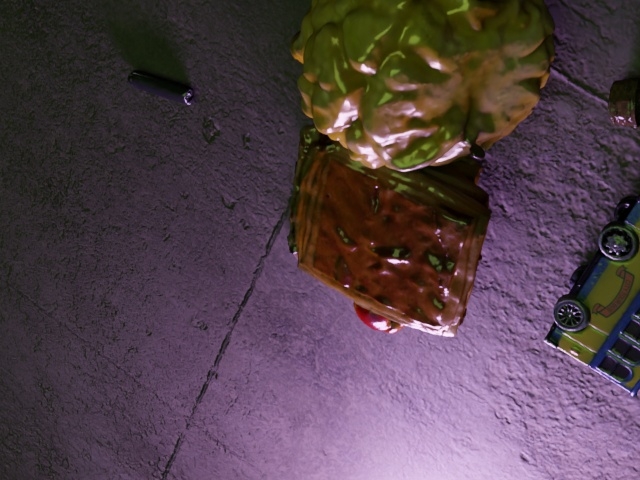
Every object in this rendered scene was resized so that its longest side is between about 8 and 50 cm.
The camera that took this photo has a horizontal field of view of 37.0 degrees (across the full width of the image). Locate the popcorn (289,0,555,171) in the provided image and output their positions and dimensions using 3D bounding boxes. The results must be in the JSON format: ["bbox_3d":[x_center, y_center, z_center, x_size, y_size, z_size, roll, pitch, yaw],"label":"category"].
[{"bbox_3d":[0.123,-0.271,1.294,0.382,0.349,0.349,59,137,44],"label":"popcorn"}]

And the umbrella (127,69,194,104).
[{"bbox_3d":[-0.276,-0.265,1.659,0.133,0.031,0.036,21,118,20],"label":"umbrella"}]

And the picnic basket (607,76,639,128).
[{"bbox_3d":[0.433,-0.186,1.282,0.083,0.072,0.072,5,113,28],"label":"picnic basket"}]

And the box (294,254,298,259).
[{"bbox_3d":[0.000,0.000,1.626,0.115,0.025,0.048,-35,97,35],"label":"box"}]

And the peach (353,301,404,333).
[{"bbox_3d":[0.104,0.099,1.575,0.100,0.101,0.101,11,116,24],"label":"peach"}]

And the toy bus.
[{"bbox_3d":[0.454,0.053,1.332,0.175,0.138,0.288,33,123,14],"label":"toy bus"}]

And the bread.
[{"bbox_3d":[0.113,-0.033,1.463,0.324,0.167,0.277,27,131,21],"label":"bread"}]
